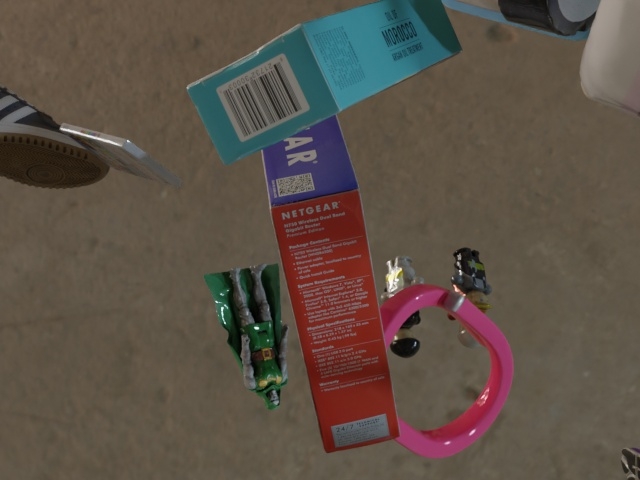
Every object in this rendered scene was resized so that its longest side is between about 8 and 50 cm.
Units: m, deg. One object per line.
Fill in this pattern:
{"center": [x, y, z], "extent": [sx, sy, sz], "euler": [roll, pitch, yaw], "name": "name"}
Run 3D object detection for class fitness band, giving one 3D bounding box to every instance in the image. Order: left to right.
{"center": [0.155, 0.181, 1.298], "extent": [0.209, 0.291, 0.054], "euler": [-54, 40, -6], "name": "fitness band"}

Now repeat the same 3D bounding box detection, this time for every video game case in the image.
{"center": [-0.211, -0.090, 1.016], "extent": [0.122, 0.087, 0.011], "euler": [17, 75, 43], "name": "video game case"}

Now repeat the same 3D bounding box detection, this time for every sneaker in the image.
{"center": [-0.392, -0.160, 1.166], "extent": [0.282, 0.099, 0.153], "euler": [10, 55, -20], "name": "sneaker"}
{"center": [0.503, 0.335, 1.353], "extent": [0.071, 0.068, 0.170], "euler": [-23, 26, -35], "name": "sneaker"}

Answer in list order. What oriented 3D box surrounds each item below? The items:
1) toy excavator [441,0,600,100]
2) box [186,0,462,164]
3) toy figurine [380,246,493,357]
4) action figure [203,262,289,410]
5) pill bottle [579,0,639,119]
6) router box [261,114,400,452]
{"center": [0.254, -0.291, 0.901], "extent": [0.445, 0.433, 0.222], "euler": [-23, 36, -37], "name": "toy excavator"}
{"center": [0.014, -0.127, 0.704], "extent": [0.244, 0.100, 0.060], "euler": [-36, 102, -57], "name": "box"}
{"center": [0.220, 0.123, 1.823], "extent": [0.213, 0.209, 0.148], "euler": [-5, 64, 0], "name": "toy figurine"}
{"center": [-0.097, 0.155, 1.530], "extent": [0.137, 0.063, 0.232], "euler": [-10, 84, -28], "name": "action figure"}
{"center": [0.262, -0.072, 0.333], "extent": [0.301, 0.169, 0.169], "euler": [25, 59, 12], "name": "pill bottle"}
{"center": [0.000, 0.000, 1.036], "extent": [0.082, 0.301, 0.335], "euler": [-12, 32, -1], "name": "router box"}
